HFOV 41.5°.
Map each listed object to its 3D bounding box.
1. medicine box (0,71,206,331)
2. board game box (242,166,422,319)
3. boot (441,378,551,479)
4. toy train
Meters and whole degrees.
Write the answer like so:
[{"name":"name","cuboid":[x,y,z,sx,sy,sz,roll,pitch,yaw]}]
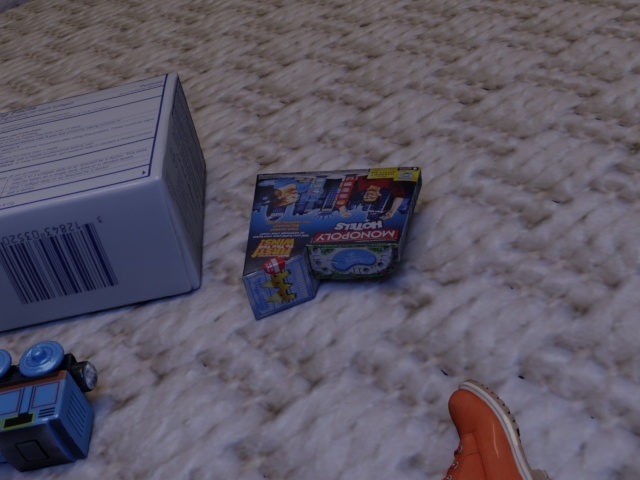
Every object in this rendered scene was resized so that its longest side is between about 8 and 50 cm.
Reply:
[{"name":"medicine box","cuboid":[-0.281,-0.053,0.991,0.263,0.149,0.289,-12,33,3]},{"name":"board game box","cuboid":[0.000,0.000,0.889,0.194,0.060,0.194,-1,37,19]},{"name":"boot","cuboid":[0.110,0.166,0.608,0.084,0.059,0.158,-21,35,-1]},{"name":"toy train","cuboid":[-0.291,0.155,0.755,0.184,0.080,0.105,-11,39,4]}]
